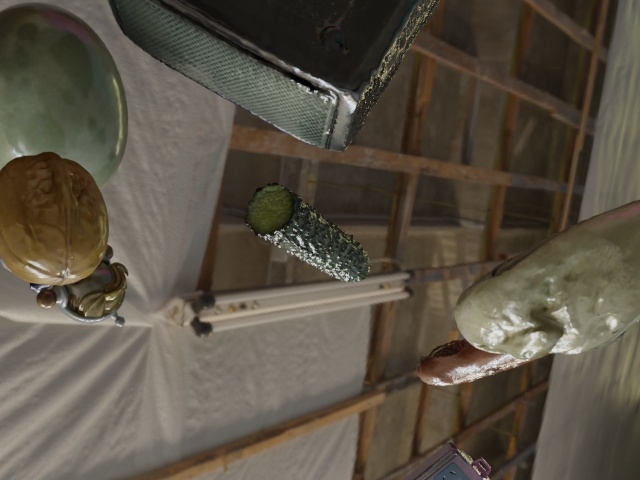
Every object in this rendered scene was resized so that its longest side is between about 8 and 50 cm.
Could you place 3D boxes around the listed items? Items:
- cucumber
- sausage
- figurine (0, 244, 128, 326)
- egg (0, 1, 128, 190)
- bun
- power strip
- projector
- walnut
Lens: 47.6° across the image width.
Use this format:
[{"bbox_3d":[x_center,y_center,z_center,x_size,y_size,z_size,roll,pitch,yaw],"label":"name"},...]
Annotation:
[{"bbox_3d":[0.000,0.000,1.281,0.359,0.096,0.096,31,-105,-58],"label":"cucumber"},{"bbox_3d":[0.294,0.182,1.215,0.087,0.326,0.079,12,-120,-36],"label":"sausage"},{"bbox_3d":[-0.524,0.082,1.474,0.194,0.274,0.133,-83,1,-52],"label":"figurine"},{"bbox_3d":[-0.448,-0.213,1.196,0.258,0.258,0.352,-39,-32,-45],"label":"egg"},{"bbox_3d":[0.253,0.048,0.707,0.209,0.237,0.116,-12,-106,-50],"label":"bun"},{"bbox_3d":[0.123,0.397,1.002,0.279,0.109,0.037,-41,1,7],"label":"power strip"},{"bbox_3d":[-0.037,-0.393,1.028,0.395,0.405,0.242,-59,-3,-17],"label":"projector"},{"bbox_3d":[-0.380,-0.033,1.016,0.159,0.159,0.207,32,-147,-57],"label":"walnut"}]
